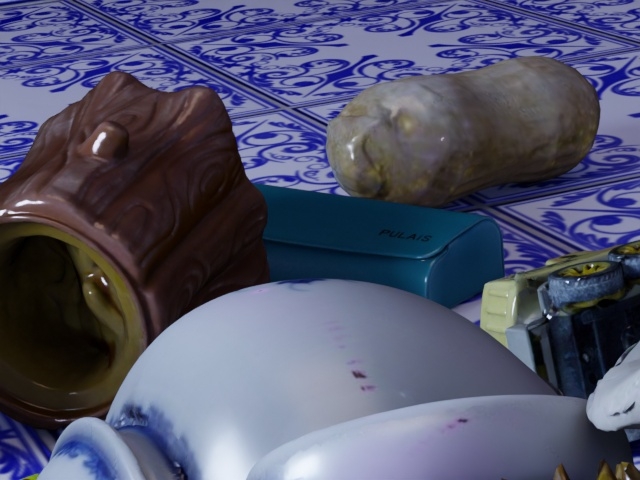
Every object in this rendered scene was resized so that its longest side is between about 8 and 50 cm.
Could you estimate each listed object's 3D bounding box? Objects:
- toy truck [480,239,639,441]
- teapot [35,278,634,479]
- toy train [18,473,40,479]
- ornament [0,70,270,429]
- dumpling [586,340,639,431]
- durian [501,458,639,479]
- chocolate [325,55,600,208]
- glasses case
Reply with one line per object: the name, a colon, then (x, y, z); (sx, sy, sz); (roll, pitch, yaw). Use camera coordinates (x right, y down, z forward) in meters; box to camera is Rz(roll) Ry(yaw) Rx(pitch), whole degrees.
toy truck: (0.226, 0.046, 1.226); (0.272, 0.124, 0.157); (-18, 12, -28)
teapot: (-0.026, 0.143, 0.734); (0.280, 0.252, 0.424); (-4, -20, -27)
toy train: (-0.247, 0.193, 0.994); (0.250, 0.053, 0.085); (-17, 13, -33)
ornament: (-0.158, 0.021, 1.301); (0.235, 0.221, 0.217); (-42, 6, 27)
dumpling: (0.259, 0.012, 0.600); (0.341, 0.181, 0.260); (-33, 6, 0)
durian: (0.117, 0.198, 0.415); (0.384, 0.347, 0.347); (-27, 1, 37)
chocolate: (0.134, -0.101, 1.703); (0.309, 0.134, 0.134); (-14, 20, -33)
glasses case: (-0.001, 0.000, 1.515); (0.301, 0.070, 0.117); (11, 24, 36)
